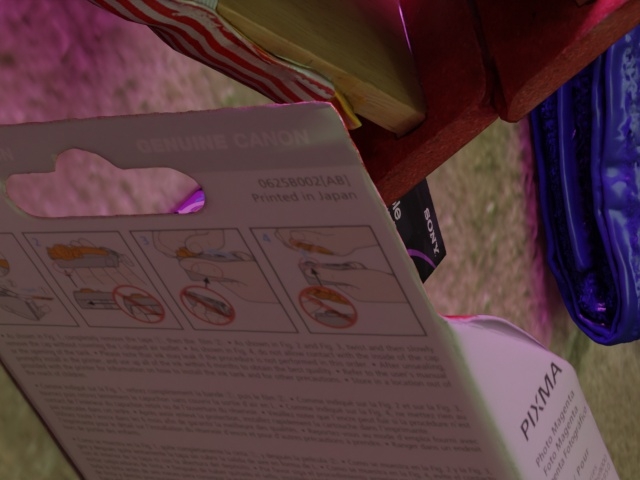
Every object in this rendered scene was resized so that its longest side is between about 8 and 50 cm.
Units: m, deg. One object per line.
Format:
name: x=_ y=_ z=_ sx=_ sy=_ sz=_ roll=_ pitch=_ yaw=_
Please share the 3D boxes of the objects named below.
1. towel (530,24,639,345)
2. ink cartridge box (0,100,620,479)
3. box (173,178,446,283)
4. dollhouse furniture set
towel: x=0.249 y=-0.078 z=0.955 sx=0.308 sy=0.076 sz=0.227 roll=-15 pitch=106 yaw=-40
ink cartridge box: x=-0.018 y=0.036 z=0.496 sx=0.066 sy=0.189 sz=0.232 roll=-57 pitch=134 yaw=-41
box: x=0.000 y=0.000 z=0.668 sx=0.162 sy=0.029 sz=0.116 roll=-49 pitch=131 yaw=-46
dollhouse furniture set: x=-0.033 y=-0.210 z=0.502 sx=0.201 sy=0.152 sz=0.374 roll=25 pitch=42 yaw=-38
